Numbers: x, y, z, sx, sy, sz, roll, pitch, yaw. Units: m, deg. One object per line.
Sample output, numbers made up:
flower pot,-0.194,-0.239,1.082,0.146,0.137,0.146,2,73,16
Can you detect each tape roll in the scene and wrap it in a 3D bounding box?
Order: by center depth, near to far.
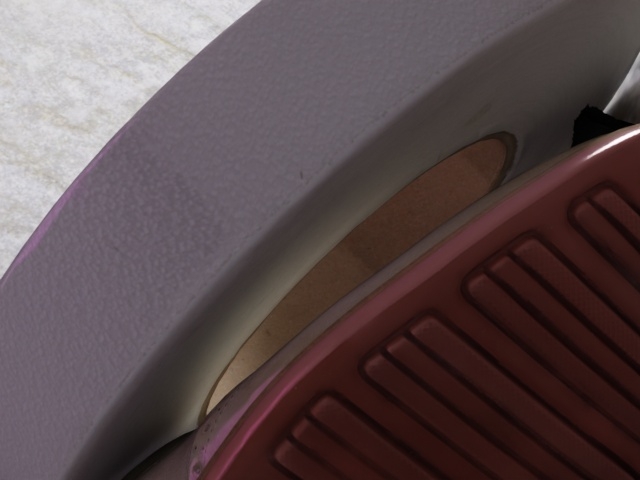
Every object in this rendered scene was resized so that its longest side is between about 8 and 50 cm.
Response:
tape roll,0.000,0.000,0.634,0.392,0.072,0.392,-40,-15,-14

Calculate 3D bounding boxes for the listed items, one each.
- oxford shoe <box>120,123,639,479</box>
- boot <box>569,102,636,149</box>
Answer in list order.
oxford shoe,-0.004,0.089,0.509,0.397,0.140,0.146,-42,24,8
boot,0.131,-0.008,0.612,0.121,0.045,0.099,-113,44,-78
